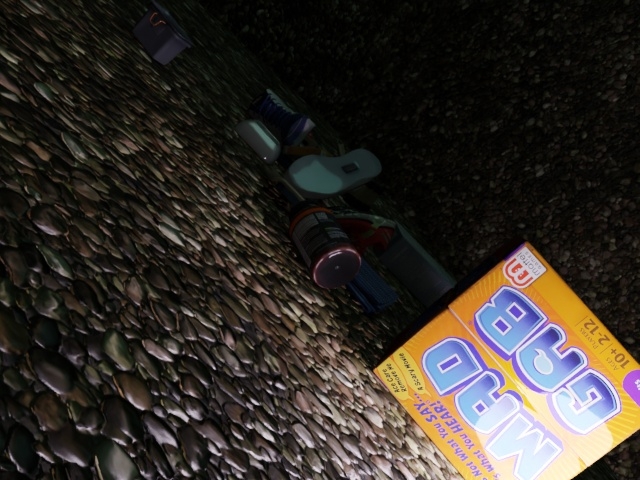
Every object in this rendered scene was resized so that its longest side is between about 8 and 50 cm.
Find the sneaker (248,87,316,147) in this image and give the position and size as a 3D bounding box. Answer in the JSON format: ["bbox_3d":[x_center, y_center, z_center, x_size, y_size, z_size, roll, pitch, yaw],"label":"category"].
[{"bbox_3d":[-0.135,-0.370,2.256,0.182,0.127,0.315,40,2,-17],"label":"sneaker"}]

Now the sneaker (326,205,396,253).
[{"bbox_3d":[0.102,-0.023,1.988,0.279,0.118,0.107,11,5,-42],"label":"sneaker"}]

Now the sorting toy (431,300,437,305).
[{"bbox_3d":[0.395,0.321,1.941,0.255,0.089,0.257,38,15,-41],"label":"sorting toy"}]

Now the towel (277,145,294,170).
[{"bbox_3d":[-0.106,-0.240,2.132,0.067,0.029,0.119,33,18,-51],"label":"towel"}]

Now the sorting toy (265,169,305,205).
[{"bbox_3d":[-0.047,-0.089,1.760,0.208,0.038,0.193,40,2,-14],"label":"sorting toy"}]

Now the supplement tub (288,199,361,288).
[{"bbox_3d":[0.000,0.000,1.483,0.106,0.106,0.198,38,14,-41],"label":"supplement tub"}]

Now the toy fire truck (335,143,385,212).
[{"bbox_3d":[0.109,-0.244,2.734,0.246,0.158,0.217,39,8,19],"label":"toy fire truck"}]

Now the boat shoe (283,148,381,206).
[{"bbox_3d":[0.008,-0.160,2.044,0.367,0.156,0.135,-23,74,-48],"label":"boat shoe"}]

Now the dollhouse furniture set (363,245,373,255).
[{"bbox_3d":[0.152,0.013,2.147,0.114,0.091,0.081,36,31,-58],"label":"dollhouse furniture set"}]

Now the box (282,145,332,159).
[{"bbox_3d":[-0.043,-0.247,2.091,0.136,0.028,0.081,6,-5,25],"label":"box"}]

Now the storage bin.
[{"bbox_3d":[-0.388,-0.496,1.761,0.135,0.091,0.098,50,11,17],"label":"storage bin"}]

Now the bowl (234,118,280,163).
[{"bbox_3d":[-0.161,-0.275,1.978,0.142,0.053,0.142,48,9,-4],"label":"bowl"}]

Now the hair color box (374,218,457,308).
[{"bbox_3d":[0.337,0.117,2.384,0.374,0.113,0.185,44,12,-17],"label":"hair color box"}]

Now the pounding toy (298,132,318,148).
[{"bbox_3d":[-0.079,-0.376,2.534,0.141,0.100,0.130,36,16,-49],"label":"pounding toy"}]

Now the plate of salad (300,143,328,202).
[{"bbox_3d":[-0.011,-0.208,2.230,0.200,0.048,0.199,-25,90,-84],"label":"plate of salad"}]

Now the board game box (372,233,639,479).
[{"bbox_3d":[0.370,0.238,1.409,0.356,0.356,0.356,49,11,7],"label":"board game box"}]

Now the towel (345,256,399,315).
[{"bbox_3d":[0.078,0.073,1.749,0.243,0.040,0.336,47,9,9],"label":"towel"}]
